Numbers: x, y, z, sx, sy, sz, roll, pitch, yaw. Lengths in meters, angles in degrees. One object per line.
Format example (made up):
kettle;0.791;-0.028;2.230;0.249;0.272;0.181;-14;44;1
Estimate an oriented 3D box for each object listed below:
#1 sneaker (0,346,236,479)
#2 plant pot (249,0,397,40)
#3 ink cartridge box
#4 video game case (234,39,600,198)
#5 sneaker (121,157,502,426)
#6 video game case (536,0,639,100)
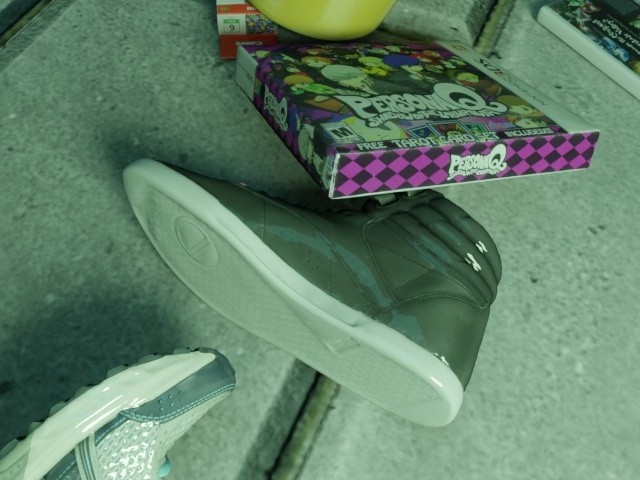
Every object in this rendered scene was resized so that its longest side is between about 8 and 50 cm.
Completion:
sneaker;-0.149;0.177;0.425;0.283;0.110;0.122;-39;82;-24
plant pot;0.022;-0.331;0.683;0.254;0.239;0.254;11;51;-14
ink cartridge box;-0.076;-0.235;0.756;0.063;0.029;0.115;-3;53;-6
video game case;0.071;-0.112;0.607;0.232;0.042;0.210;-8;36;-23
sneaker;0.000;0.000;0.550;0.295;0.104;0.147;31;55;14
video game case;0.355;-0.215;0.770;0.173;0.022;0.190;-28;61;-22
